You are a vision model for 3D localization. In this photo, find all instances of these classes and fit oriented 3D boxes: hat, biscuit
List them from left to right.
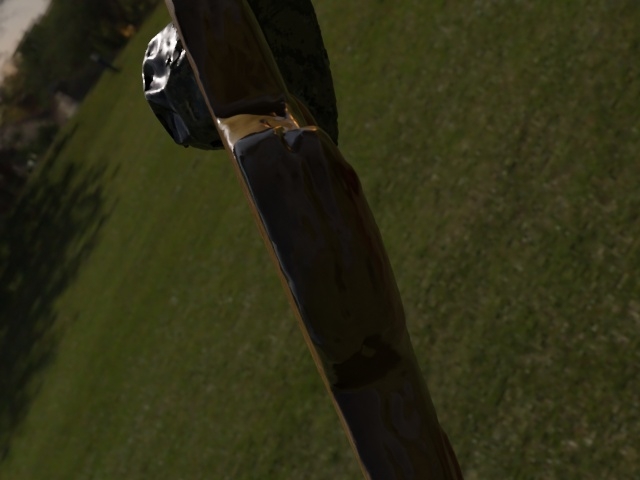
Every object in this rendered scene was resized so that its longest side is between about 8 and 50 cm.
[{"bbox_3d":[-0.090,-0.152,1.098,0.128,0.265,0.265,-7,47,29],"label":"hat"},{"bbox_3d":[0.000,0.000,0.810,0.076,0.368,0.394,-22,27,-3],"label":"biscuit"}]
